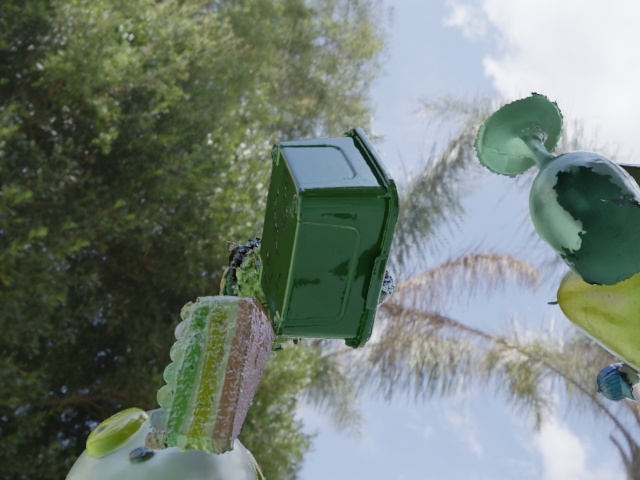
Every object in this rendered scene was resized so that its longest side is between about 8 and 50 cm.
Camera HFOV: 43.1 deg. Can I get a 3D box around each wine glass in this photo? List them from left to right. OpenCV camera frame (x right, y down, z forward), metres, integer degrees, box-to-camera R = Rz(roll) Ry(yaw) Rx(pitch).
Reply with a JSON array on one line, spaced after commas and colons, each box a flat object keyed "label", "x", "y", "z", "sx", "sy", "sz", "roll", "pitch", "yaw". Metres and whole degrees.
[{"label": "wine glass", "x": 0.326, "y": -0.075, "z": 1.084, "sx": 0.143, "sy": 0.321, "sz": 0.143, "roll": -7, "pitch": -56, "yaw": -11}]

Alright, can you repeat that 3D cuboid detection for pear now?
[{"label": "pear", "x": 0.591, "y": 0.118, "z": 1.424, "sx": 0.285, "sy": 0.285, "sz": 0.336, "roll": 44, "pitch": -38, "yaw": -20}]

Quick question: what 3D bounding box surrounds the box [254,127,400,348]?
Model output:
[{"label": "box", "x": 0.000, "y": 0.000, "z": 1.347, "sx": 0.178, "sy": 0.252, "sz": 0.328, "roll": -3, "pitch": -56, "yaw": -17}]

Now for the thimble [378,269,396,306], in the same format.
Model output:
[{"label": "thimble", "x": 0.080, "y": 0.085, "z": 1.666, "sx": 0.135, "sy": 0.118, "sz": 0.090, "roll": 31, "pitch": -62, "yaw": -29}]

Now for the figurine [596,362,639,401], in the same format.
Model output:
[{"label": "figurine", "x": 0.609, "y": 0.252, "z": 1.592, "sx": 0.087, "sy": 0.149, "sz": 0.086, "roll": 35, "pitch": -8, "yaw": 17}]

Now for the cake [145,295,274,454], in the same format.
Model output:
[{"label": "cake", "x": -0.136, "y": 0.155, "z": 0.988, "sx": 0.110, "sy": 0.225, "sz": 0.090, "roll": -3, "pitch": -58, "yaw": 16}]

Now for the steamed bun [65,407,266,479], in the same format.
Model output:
[{"label": "steamed bun", "x": -0.273, "y": 0.453, "z": 1.398, "sx": 0.334, "sy": 0.374, "sz": 0.333, "roll": 5, "pitch": -70, "yaw": 13}]

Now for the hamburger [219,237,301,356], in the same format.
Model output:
[{"label": "hamburger", "x": -0.104, "y": 0.117, "z": 1.671, "sx": 0.139, "sy": 0.243, "sz": 0.262, "roll": -3, "pitch": -14, "yaw": 30}]

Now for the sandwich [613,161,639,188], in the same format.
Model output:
[{"label": "sandwich", "x": 0.558, "y": -0.108, "z": 1.603, "sx": 0.186, "sy": 0.108, "sz": 0.220, "roll": 41, "pitch": -88, "yaw": -19}]
